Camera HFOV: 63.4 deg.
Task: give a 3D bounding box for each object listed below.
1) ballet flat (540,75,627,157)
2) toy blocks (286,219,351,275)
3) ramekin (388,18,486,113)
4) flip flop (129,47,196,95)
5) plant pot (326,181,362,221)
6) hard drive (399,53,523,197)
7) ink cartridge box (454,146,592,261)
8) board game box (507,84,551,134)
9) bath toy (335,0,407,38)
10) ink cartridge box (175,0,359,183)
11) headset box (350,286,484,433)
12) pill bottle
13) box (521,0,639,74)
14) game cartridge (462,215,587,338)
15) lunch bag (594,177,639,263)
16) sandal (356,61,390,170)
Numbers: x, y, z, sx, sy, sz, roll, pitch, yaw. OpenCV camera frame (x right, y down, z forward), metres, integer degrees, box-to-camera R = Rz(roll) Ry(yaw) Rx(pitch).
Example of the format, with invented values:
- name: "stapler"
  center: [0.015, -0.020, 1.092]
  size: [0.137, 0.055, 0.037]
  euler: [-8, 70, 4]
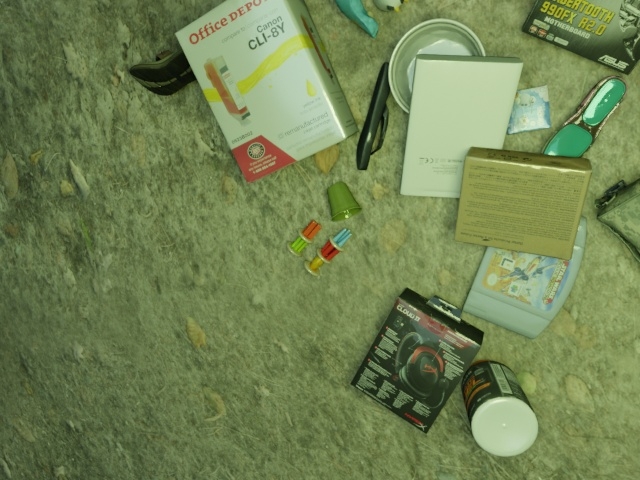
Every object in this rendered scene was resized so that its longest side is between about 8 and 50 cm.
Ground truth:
- name: "ballet flat"
  center: [0.538, -0.236, 1.070]
  size: [0.076, 0.079, 0.222]
  euler: [35, 109, 6]
- name: "toy blocks"
  center: [0.000, 0.000, 1.330]
  size: [0.123, 0.054, 0.148]
  euler: [47, 111, 8]
- name: "ramekin"
  center: [0.259, -0.367, 1.136]
  size: [0.206, 0.109, 0.208]
  euler: [4, 104, 17]
- name: "flip flop"
  center: [-0.396, -0.471, 1.394]
  size: [0.276, 0.112, 0.080]
  euler: [-10, 55, 33]
- name: "plant pot"
  center: [0.051, -0.100, 1.288]
  size: [0.083, 0.083, 0.079]
  euler: [-26, 77, 23]
- name: "hard drive"
  center: [0.284, -0.229, 1.093]
  size: [0.202, 0.040, 0.308]
  euler: [3, 128, 3]
- name: "ink cartridge box"
  center: [0.407, -0.079, 1.061]
  size: [0.234, 0.088, 0.194]
  euler: [11, 119, 18]
- name: "board game box"
  center: [0.450, -0.283, 1.129]
  size: [0.089, 0.020, 0.090]
  euler: [-6, 96, 21]
- name: "bath toy"
  center: [0.188, -0.616, 1.118]
  size: [0.348, 0.151, 0.129]
  euler: [-48, 67, 13]
- name: "ink cartridge box"
  center: [-0.119, -0.371, 1.222]
  size: [0.279, 0.160, 0.385]
  euler: [-21, 101, 21]
- name: "headset box"
  center: [0.238, 0.272, 1.248]
  size: [0.218, 0.110, 0.294]
  euler: [30, 108, 14]
- name: "pill bottle"
  center: [0.378, 0.346, 1.128]
  size: [0.130, 0.246, 0.131]
  euler: [1, 99, 9]
- name: "box"
  center: [0.536, -0.447, 0.988]
  size: [0.230, 0.056, 0.183]
  euler: [27, 141, 7]
- name: "game cartridge"
  center: [0.463, 0.062, 1.161]
  size: [0.197, 0.062, 0.298]
  euler: [23, 106, 21]
- name: "lunch bag"
  center: [0.712, -0.021, 0.966]
  size: [0.305, 0.212, 0.256]
  euler: [53, 129, 9]
- name: "sandal"
  center: [0.139, -0.283, 1.217]
  size: [0.054, 0.097, 0.255]
  euler: [14, 105, -9]
